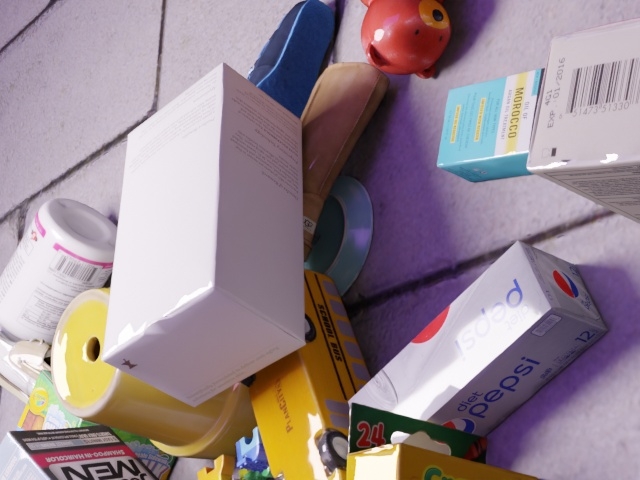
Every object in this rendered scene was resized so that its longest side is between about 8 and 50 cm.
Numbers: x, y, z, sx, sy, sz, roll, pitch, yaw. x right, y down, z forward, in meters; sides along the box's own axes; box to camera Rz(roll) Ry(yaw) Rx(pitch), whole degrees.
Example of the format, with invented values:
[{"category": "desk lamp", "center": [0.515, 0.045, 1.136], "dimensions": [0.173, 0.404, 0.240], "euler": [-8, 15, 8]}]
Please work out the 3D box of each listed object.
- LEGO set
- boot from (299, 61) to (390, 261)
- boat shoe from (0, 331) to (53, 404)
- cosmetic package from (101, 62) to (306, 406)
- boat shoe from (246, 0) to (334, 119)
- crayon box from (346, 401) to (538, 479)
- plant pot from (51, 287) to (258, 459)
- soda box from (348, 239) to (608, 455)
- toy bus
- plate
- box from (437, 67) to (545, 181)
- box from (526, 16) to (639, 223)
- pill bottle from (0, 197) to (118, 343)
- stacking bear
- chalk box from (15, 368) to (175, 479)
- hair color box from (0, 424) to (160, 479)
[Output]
[{"category": "LEGO set", "center": [-0.090, 0.315, 1.485], "dimensions": [0.227, 0.087, 0.093], "euler": [-41, 44, 36]}, {"category": "boot", "center": [-0.034, -0.104, 1.590], "dimensions": [0.236, 0.089, 0.269], "euler": [7, 69, 50]}, {"category": "boat shoe", "center": [-0.466, 0.213, 1.936], "dimensions": [0.302, 0.113, 0.103], "euler": [40, 89, 12]}, {"category": "cosmetic package", "center": [-0.137, -0.012, 1.427], "dimensions": [0.197, 0.155, 0.365], "euler": [-30, 43, 31]}, {"category": "boat shoe", "center": [-0.056, -0.226, 1.706], "dimensions": [0.258, 0.109, 0.089], "euler": [-59, 26, -12]}, {"category": "crayon box", "center": [0.117, 0.318, 1.109], "dimensions": [0.081, 0.202, 0.318], "euler": [-23, 57, 45]}, {"category": "plant pot", "center": [-0.210, 0.158, 1.556], "dimensions": [0.254, 0.239, 0.254], "euler": [-13, 71, 43]}, {"category": "soda box", "center": [0.157, 0.134, 1.237], "dimensions": [0.286, 0.091, 0.098], "euler": [-47, 41, 29]}, {"category": "toy bus", "center": [-0.008, 0.187, 1.391], "dimensions": [0.108, 0.130, 0.332], "euler": [-47, 44, 28]}, {"category": "plate", "center": [0.000, 0.000, 1.568], "dimensions": [0.188, 0.024, 0.188], "euler": [-26, 55, 44]}, {"category": "box", "center": [0.237, -0.129, 1.283], "dimensions": [0.244, 0.060, 0.100], "euler": [-6, 69, 52]}, {"category": "box", "center": [0.315, -0.087, 1.010], "dimensions": [0.149, 0.232, 0.127], "euler": [-3, 72, 52]}, {"category": "pill bottle", "center": [-0.471, 0.081, 2.037], "dimensions": [0.283, 0.160, 0.160], "euler": [-55, 38, 20]}, {"category": "stacking bear", "center": [0.108, -0.351, 1.489], "dimensions": [0.164, 0.175, 0.289], "euler": [-12, 72, 48]}, {"category": "chalk box", "center": [-0.338, 0.310, 1.735], "dimensions": [0.180, 0.179, 0.289], "euler": [28, 97, 54]}, {"category": "hair color box", "center": [-0.239, 0.388, 1.452], "dimensions": [0.374, 0.185, 0.113], "euler": [39, 106, 29]}]
